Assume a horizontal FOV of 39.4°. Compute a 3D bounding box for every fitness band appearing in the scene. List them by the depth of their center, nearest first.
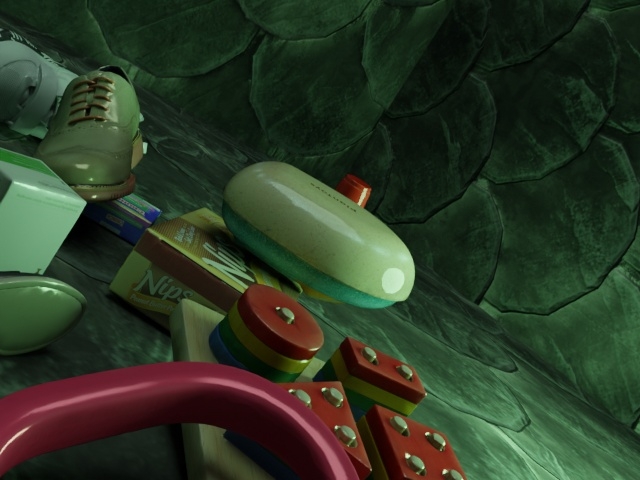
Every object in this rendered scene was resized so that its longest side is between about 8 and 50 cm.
[{"bbox_3d":[-0.086,0.162,0.544,0.291,0.054,0.209,-2,36,-49],"label":"fitness band"}]

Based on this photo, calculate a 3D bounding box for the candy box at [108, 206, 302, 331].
[{"bbox_3d":[-0.122,0.052,1.107,0.183,0.087,0.316,33,8,0],"label":"candy box"}]

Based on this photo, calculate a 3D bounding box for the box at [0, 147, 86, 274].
[{"bbox_3d":[-0.303,-0.027,0.847,0.087,0.102,0.101,39,9,27],"label":"box"}]

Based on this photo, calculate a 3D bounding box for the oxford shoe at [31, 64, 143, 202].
[{"bbox_3d":[-0.313,-0.145,1.178,0.141,0.146,0.397,0,19,-8],"label":"oxford shoe"}]

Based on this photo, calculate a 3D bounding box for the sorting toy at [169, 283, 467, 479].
[{"bbox_3d":[0.004,0.156,0.800,0.255,0.089,0.257,28,21,-27],"label":"sorting toy"}]

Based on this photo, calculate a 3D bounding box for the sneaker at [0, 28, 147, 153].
[{"bbox_3d":[-0.404,-0.206,1.390,0.210,0.137,0.366,31,4,9],"label":"sneaker"}]

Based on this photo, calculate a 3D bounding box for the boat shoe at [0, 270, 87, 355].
[{"bbox_3d":[-0.267,0.041,0.681,0.065,0.075,0.206,40,15,27],"label":"boat shoe"}]

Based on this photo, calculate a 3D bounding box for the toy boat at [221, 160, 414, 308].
[{"bbox_3d":[0.000,0.000,1.188,0.268,0.148,0.318,33,14,3],"label":"toy boat"}]

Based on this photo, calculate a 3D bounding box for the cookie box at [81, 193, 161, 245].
[{"bbox_3d":[-0.275,-0.040,1.242,0.092,0.040,0.107,32,9,-8],"label":"cookie box"}]
